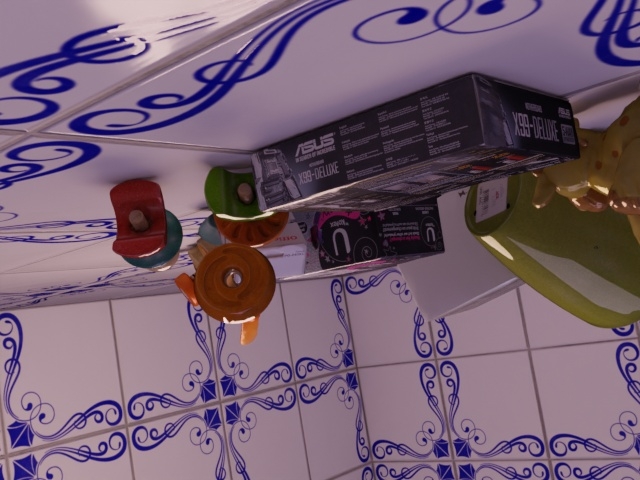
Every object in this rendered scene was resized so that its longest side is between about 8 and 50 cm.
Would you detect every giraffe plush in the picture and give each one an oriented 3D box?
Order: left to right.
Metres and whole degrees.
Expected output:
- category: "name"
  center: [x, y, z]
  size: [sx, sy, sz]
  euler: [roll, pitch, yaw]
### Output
- category: "giraffe plush"
  center: [0.352, -0.086, 0.973]
  size: [0.181, 0.210, 0.170]
  euler: [-36, -163, -36]

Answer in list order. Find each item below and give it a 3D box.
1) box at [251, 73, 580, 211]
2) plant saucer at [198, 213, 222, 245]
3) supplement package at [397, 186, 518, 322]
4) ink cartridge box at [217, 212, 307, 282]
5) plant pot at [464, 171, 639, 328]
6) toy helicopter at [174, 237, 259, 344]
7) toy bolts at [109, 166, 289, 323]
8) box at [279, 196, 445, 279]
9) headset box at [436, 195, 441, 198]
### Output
- category: "box"
  center: [0.110, -0.099, 0.935]
  size: [0.307, 0.076, 0.242]
  euler: [-14, 173, 39]
- category: "plant saucer"
  center: [-0.142, -0.026, 1.309]
  size: [0.119, 0.021, 0.119]
  euler: [1, -151, -1]
- category: "supplement package"
  center: [0.290, 0.019, 1.542]
  size: [0.198, 0.199, 0.263]
  euler: [-31, 167, 26]
- category: "ink cartridge box"
  center: [-0.092, -0.007, 1.201]
  size: [0.109, 0.063, 0.150]
  euler: [-7, -145, -15]
- category: "plant pot"
  center: [0.393, -0.024, 1.305]
  size: [0.294, 0.274, 0.275]
  euler: [19, 162, -24]
- category: "toy helicopter"
  center: [-0.212, 0.092, 1.737]
  size: [0.140, 0.235, 0.355]
  euler: [-37, 163, -16]
- category: "toy bolts"
  center: [-0.154, 0.016, 1.040]
  size: [0.229, 0.218, 0.158]
  euler: [-2, 161, 0]
- category: "box"
  center: [0.054, -0.020, 1.304]
  size: [0.163, 0.142, 0.247]
  euler: [-4, 172, -43]
- category: "headset box"
  center: [0.193, -0.071, 1.583]
  size: [0.083, 0.032, 0.062]
  euler: [-15, 172, 36]
